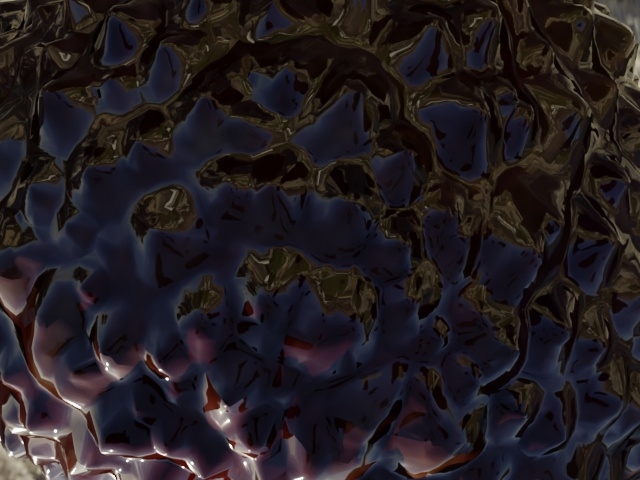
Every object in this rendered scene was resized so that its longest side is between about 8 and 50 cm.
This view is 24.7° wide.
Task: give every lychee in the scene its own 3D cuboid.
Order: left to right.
[{"bbox_3d":[0.000,0.000,0.558,0.306,0.330,0.306,14,153,7],"label":"lychee"}]
